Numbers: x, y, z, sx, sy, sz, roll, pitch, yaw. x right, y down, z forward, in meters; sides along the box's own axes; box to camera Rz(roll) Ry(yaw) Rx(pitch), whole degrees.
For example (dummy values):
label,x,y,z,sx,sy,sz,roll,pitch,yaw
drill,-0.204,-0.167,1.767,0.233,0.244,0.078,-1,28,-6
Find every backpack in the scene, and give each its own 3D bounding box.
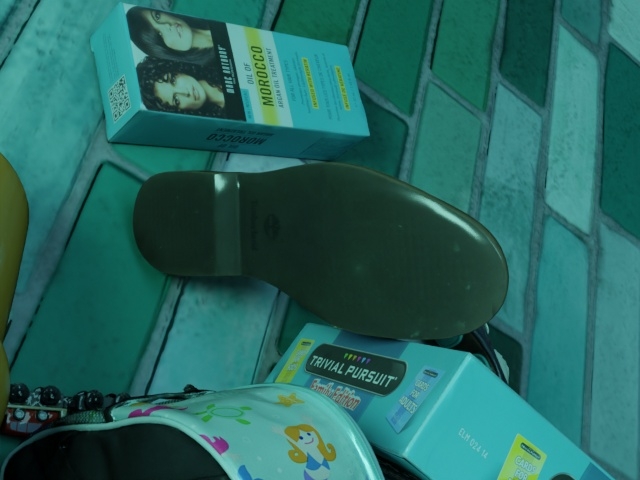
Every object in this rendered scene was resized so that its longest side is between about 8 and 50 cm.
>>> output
label,x,y,z,sx,sy,sz,roll,pitch,yaw
backpack,-0.057,0.192,0.532,0.191,0.253,0.225,-7,79,-40

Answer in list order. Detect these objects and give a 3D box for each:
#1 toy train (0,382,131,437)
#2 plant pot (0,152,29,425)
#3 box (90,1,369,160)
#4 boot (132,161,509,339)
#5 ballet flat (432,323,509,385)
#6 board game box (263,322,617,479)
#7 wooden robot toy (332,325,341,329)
label,x,y,z,sx,sy,sz,roll,pitch,yaw
toy train,-0.199,0.114,0.619,0.158,0.027,0.036,13,72,-36
plant pot,-0.254,0.027,0.510,0.205,0.205,0.188,38,33,-20
box,-0.073,-0.134,0.819,0.244,0.060,0.100,0,69,-40
boot,0.009,-0.005,0.681,0.115,0.305,0.112,-6,105,-54
ballet flat,0.144,0.105,0.882,0.074,0.074,0.203,-7,72,-42
board game box,0.139,0.198,0.697,0.336,0.254,0.079,41,74,-18
wooden robot toy,0.000,0.000,0.801,0.079,0.076,0.173,21,57,-39
